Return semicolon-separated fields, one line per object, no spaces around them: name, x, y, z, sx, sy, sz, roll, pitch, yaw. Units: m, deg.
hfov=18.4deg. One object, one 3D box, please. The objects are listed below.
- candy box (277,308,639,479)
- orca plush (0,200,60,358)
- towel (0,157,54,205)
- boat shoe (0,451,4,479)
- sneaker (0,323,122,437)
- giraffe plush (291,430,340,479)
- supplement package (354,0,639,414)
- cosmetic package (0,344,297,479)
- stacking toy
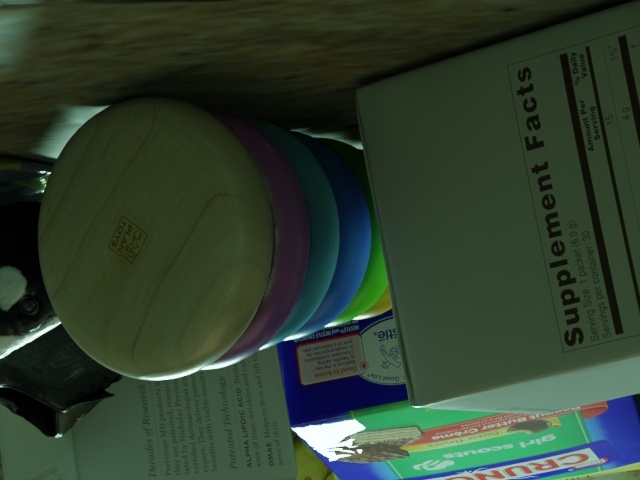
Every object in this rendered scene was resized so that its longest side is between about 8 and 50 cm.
candy box;0.127;0.121;1.646;0.268;0.122;0.317;-12;159;10
orca plush;-0.242;0.016;1.133;0.287;0.102;0.151;-7;-144;50
towel;-0.172;-0.031;1.080;0.060;0.009;0.083;-15;167;27
boat shoe;-0.183;0.141;1.725;0.285;0.089;0.104;-9;142;-17
sneaker;-0.171;0.084;1.382;0.234;0.106;0.078;-3;167;-30
giraffe plush;-0.024;0.233;2.112;0.170;0.210;0.181;21;-175;11
supplement package;0.195;-0.023;1.011;0.293;0.175;0.177;-16;167;27
cosmetic package;-0.140;0.133;1.519;0.184;0.151;0.151;-3;165;-29
stacking toy;0.000;0.000;1.096;0.141;0.141;0.330;-18;170;33
